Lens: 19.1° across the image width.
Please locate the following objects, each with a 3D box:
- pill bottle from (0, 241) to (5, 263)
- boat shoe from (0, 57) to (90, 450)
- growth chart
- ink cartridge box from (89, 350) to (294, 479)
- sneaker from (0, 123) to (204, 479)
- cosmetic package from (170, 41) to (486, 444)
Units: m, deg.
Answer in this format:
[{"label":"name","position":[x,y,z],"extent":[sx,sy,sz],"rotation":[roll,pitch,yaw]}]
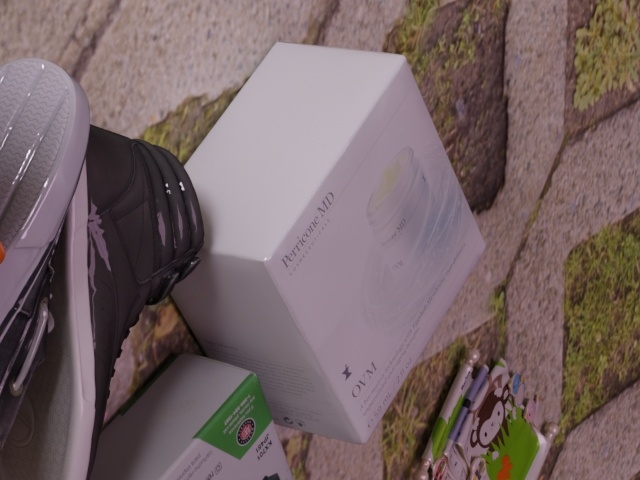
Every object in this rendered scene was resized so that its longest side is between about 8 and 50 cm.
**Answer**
[{"label":"pill bottle","position":[-0.293,0.070,1.105],"extent":[0.246,0.130,0.130],"rotation":[-51,137,-20]},{"label":"boat shoe","position":[-0.234,0.044,1.246],"extent":[0.335,0.121,0.119],"rotation":[-64,152,-4]},{"label":"growth chart","position":[0.170,0.205,1.911],"extent":[0.237,0.021,0.172],"rotation":[45,61,-50]},{"label":"ink cartridge box","position":[-0.094,0.218,1.487],"extent":[0.153,0.086,0.208],"rotation":[-48,135,-36]},{"label":"sneaker","position":[-0.151,0.058,1.351],"extent":[0.147,0.104,0.296],"rotation":[-1,95,-49]},{"label":"cosmetic package","position":[0.000,0.000,1.523],"extent":[0.224,0.138,0.225],"rotation":[-56,137,-30]}]
